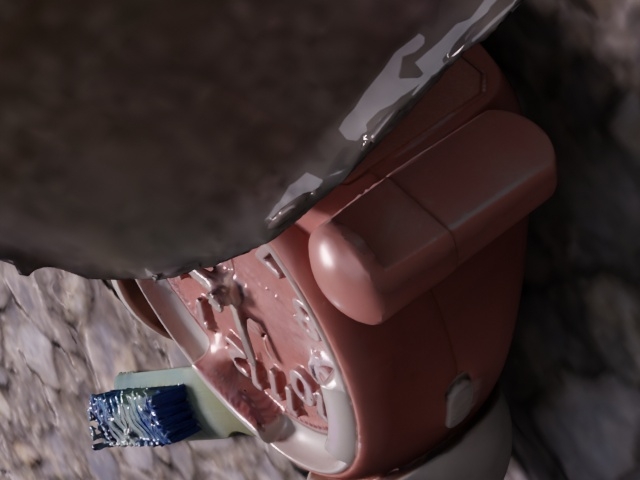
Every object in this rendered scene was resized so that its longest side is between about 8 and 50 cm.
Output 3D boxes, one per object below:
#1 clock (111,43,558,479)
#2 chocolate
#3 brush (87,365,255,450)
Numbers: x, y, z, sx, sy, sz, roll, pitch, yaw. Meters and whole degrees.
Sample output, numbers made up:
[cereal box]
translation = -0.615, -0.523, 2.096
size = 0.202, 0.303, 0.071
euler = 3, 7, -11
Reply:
[clock]
translation = 0.000, 0.000, 0.513
size = 0.166, 0.093, 0.162
euler = 42, 151, 28
[chocolate]
translation = -0.021, -0.123, 0.338
size = 0.185, 0.100, 0.303
euler = 30, 126, -21
[brush]
translation = -0.047, 0.065, 0.671
size = 0.178, 0.030, 0.033
euler = -13, 91, 57
